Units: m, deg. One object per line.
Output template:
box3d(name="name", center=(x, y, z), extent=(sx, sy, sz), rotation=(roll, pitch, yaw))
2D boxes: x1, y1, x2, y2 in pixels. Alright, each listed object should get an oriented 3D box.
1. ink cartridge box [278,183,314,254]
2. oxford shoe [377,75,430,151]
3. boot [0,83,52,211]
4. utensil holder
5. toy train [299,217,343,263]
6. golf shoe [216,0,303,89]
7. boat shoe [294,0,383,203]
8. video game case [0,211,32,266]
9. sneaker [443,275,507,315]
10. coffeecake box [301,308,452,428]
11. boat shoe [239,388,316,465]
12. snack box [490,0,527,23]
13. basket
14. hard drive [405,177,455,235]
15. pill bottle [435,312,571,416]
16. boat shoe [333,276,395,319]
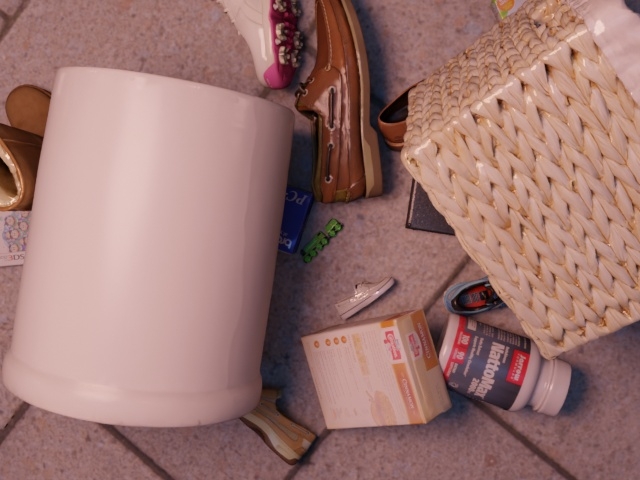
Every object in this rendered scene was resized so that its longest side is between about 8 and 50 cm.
box3d(name="ink cartridge box", center=(-0.120, -0.059, 1.111), extent=(0.207, 0.046, 0.097), rotation=(20, 95, 6))
box3d(name="oxford shoe", center=(0.175, -0.211, 1.045), extent=(0.212, 0.076, 0.076), rotation=(-37, 58, 4))
box3d(name="boot", center=(-0.422, -0.143, 1.034), extent=(0.089, 0.269, 0.236), rotation=(-39, 87, 7))
box3d(name="utensil holder", center=(-0.212, 0.000, 0.945), extent=(0.327, 0.327, 0.386), rotation=(9, 93, 7))
box3d(name="toy train", center=(0.000, 0.000, 1.112), extent=(0.083, 0.017, 0.024), rotation=(-45, 76, 6))
box3d(name="golf shoe", center=(-0.109, -0.364, 1.080), extent=(0.140, 0.115, 0.306), rotation=(-10, 84, 18))
box3d(name="boat shoe", center=(0.015, -0.205, 1.049), extent=(0.104, 0.111, 0.307), rotation=(-10, 90, -4))
box3d(name="video game case", center=(-0.507, -0.037, 1.170), extent=(0.143, 0.019, 0.157), rotation=(-5, 94, 9))
box3d(name="sneaker", center=(0.258, 0.074, 1.051), extent=(0.162, 0.073, 0.063), rotation=(-22, 89, 7))
box3d(name="coffeecake box", center=(0.075, 0.184, 1.034), extent=(0.185, 0.068, 0.142), rotation=(-17, 89, 44))
box3d(name="boat shoe", center=(-0.087, 0.251, 1.112), extent=(0.190, 0.068, 0.072), rotation=(44, 84, -6))
box3d(name="snack box", center=(0.324, -0.321, 1.025), extent=(0.141, 0.037, 0.100), rotation=(-24, 87, 7))
box3d(name="basket", center=(0.287, -0.101, 0.864), extent=(0.266, 0.328, 0.331), rotation=(-32, 107, 22))
box3d(name="hard drive", center=(0.182, -0.077, 1.083), extent=(0.094, 0.022, 0.135), rotation=(9, 92, 7))
box3d(name="pill bottle", center=(0.253, 0.181, 1.038), extent=(0.180, 0.108, 0.108), rotation=(18, 94, 6))
box3d(name="boat shoe", center=(0.064, 0.079, 1.098), extent=(0.100, 0.035, 0.035), rotation=(-35, 90, 14))
